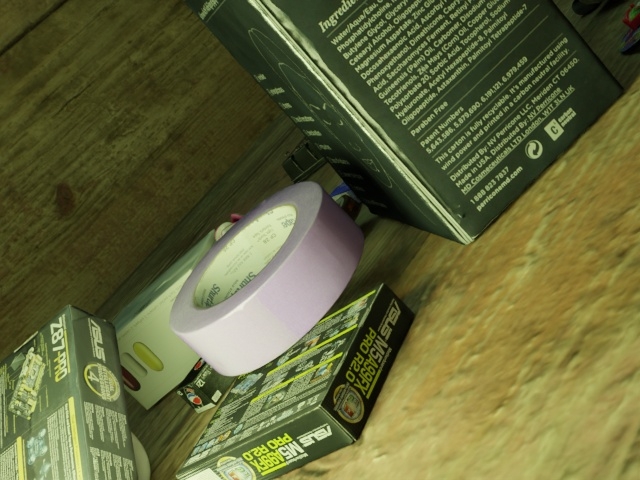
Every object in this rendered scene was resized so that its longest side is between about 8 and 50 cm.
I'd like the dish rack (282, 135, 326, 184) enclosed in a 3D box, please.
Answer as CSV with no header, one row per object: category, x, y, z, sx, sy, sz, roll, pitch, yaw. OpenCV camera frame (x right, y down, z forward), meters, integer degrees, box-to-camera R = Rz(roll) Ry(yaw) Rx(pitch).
dish rack,0.016,-0.265,2.510,0.208,0.074,0.271,-35,13,29

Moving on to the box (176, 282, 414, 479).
box,-0.030,0.184,1.197,0.270,0.060,0.216,-33,16,39

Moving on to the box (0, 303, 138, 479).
box,-0.390,0.328,1.360,0.318,0.097,0.394,-41,44,21

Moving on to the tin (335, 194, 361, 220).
tin,0.000,0.000,1.690,0.189,0.040,0.106,-48,15,32

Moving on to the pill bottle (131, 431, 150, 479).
pill bottle,-0.370,0.373,1.483,0.229,0.131,0.131,-40,13,19

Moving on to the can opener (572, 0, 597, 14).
can opener,0.496,-0.494,1.725,0.280,0.074,0.093,-51,15,-28

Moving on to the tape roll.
tape roll,-0.074,0.048,1.355,0.275,0.090,0.274,-36,22,18

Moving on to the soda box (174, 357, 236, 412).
soda box,-0.153,0.188,1.584,0.060,0.053,0.169,-31,17,48

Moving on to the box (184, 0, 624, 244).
box,0.080,-0.280,1.415,0.297,0.472,0.480,-45,13,-3

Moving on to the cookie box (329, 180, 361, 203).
cookie box,0.076,-0.107,1.860,0.092,0.040,0.107,-49,14,-21

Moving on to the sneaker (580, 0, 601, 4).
sneaker,0.525,-0.492,1.608,0.290,0.106,0.123,-55,24,-14

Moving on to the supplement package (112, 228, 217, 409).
supplement package,-0.254,0.141,1.842,0.262,0.145,0.204,-41,12,19

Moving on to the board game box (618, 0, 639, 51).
board game box,0.444,-0.331,1.358,0.168,0.033,0.133,-53,2,7

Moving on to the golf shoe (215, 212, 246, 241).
golf shoe,-0.133,0.039,1.765,0.306,0.140,0.115,-71,5,-69
